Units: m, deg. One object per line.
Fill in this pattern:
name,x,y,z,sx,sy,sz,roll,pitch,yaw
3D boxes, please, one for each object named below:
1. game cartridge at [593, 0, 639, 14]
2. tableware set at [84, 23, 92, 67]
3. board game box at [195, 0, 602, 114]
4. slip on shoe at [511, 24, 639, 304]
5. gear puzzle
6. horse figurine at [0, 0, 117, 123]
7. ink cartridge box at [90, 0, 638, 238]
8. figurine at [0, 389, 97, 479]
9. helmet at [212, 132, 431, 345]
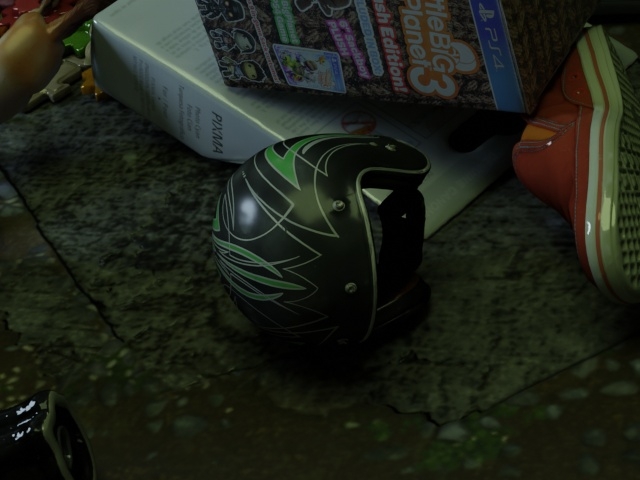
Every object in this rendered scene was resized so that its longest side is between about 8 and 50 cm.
game cartridge,0.298,-0.304,1.849,0.198,0.062,0.297,-2,37,23
tableware set,-0.130,-0.185,1.817,0.168,0.020,0.141,20,46,9
board game box,0.074,-0.238,1.592,0.291,0.141,0.232,8,44,31
slip on shoe,0.202,-0.053,1.495,0.101,0.123,0.331,-24,31,15
gear puzzle,-0.281,-0.195,1.900,0.339,0.044,0.175,23,49,40
horse figurine,-0.283,-0.139,1.741,0.263,0.066,0.174,-44,13,8
ink cartridge box,0.037,-0.156,1.729,0.385,0.091,0.308,35,55,24
figurine,-0.269,0.215,1.312,0.209,0.092,0.215,-15,35,12
helmet,0.000,0.000,1.439,0.169,0.169,0.161,20,31,38
